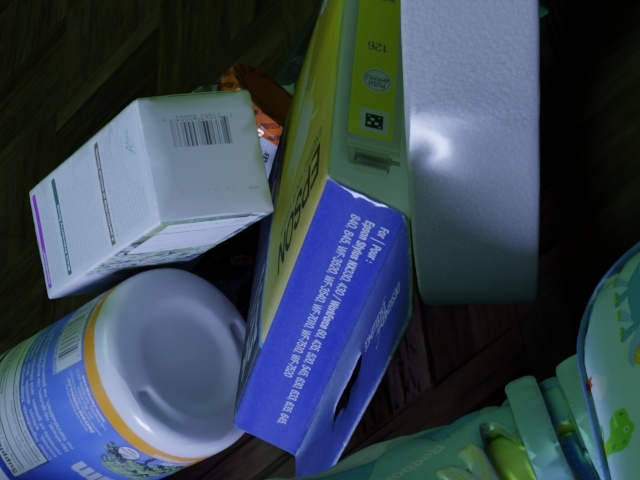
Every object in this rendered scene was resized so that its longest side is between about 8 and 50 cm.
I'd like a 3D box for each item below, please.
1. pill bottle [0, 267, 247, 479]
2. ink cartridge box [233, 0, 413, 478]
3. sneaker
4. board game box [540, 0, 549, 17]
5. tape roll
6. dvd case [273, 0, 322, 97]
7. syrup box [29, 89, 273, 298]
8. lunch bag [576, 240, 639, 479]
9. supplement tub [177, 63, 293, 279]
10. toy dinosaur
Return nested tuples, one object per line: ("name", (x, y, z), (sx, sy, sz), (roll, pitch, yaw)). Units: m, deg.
("pill bottle", (-0.186, 0.136, 1.285), (0.272, 0.152, 0.152), (-30, 40, 42))
("ink cartridge box", (0.000, 0.000, 1.085), (0.303, 0.072, 0.307), (112, 169, -51))
("sneaker", (0.073, 0.139, 0.778), (0.208, 0.127, 0.319), (-25, 0, 25))
("board game box", (0.152, -0.416, 1.226), (0.390, 0.050, 0.390), (-53, 53, 14))
("tape roll", (0.092, -0.152, 0.944), (0.072, 0.392, 0.392), (-1, 51, 7))
("dvd case", (0.056, -0.181, 1.330), (0.179, 0.029, 0.239), (-60, 30, -3))
("syrup box", (-0.134, -0.030, 1.199), (0.237, 0.093, 0.096), (-26, 73, 58))
("lunch bag", (0.186, 0.066, 0.538), (0.176, 0.090, 0.219), (-41, 34, 30))
("supplement tub", (-0.098, -0.053, 1.360), (0.190, 0.117, 0.117), (-47, 31, 21))
("toy dinosaur", (-0.089, 0.044, 1.339), (0.082, 0.047, 0.090), (-44, 17, -10))
